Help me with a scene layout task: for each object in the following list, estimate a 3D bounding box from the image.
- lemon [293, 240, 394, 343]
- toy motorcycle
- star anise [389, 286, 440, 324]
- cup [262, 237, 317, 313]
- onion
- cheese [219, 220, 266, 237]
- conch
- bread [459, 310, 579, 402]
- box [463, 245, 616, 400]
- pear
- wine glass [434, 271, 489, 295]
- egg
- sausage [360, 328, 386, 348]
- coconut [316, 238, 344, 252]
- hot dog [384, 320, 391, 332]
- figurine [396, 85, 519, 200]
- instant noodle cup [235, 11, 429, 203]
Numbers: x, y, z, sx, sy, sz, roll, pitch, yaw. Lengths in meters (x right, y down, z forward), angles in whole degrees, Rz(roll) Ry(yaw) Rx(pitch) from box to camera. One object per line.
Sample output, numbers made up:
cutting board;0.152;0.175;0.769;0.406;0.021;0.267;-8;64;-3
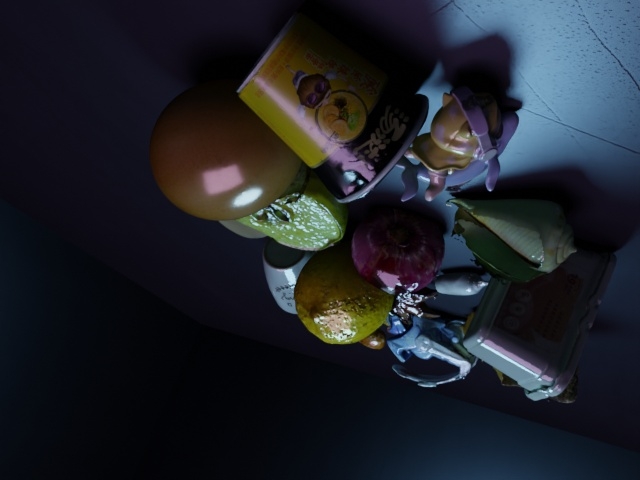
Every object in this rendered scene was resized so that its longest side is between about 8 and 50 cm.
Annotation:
lemon;0.066;0.128;1.442;0.258;0.310;0.258;8;113;19
toy motorcycle;0.348;0.353;1.830;0.319;0.241;0.182;12;165;28
star anise;0.216;0.163;1.571;0.272;0.102;0.272;15;134;15
cup;-0.042;0.081;1.663;0.258;0.186;0.234;-11;145;5
onion;0.172;0.032;1.278;0.207;0.201;0.200;33;158;-13
cheese;-0.213;-0.081;1.496;0.175;0.091;0.202;-1;150;43
conch;0.348;-0.003;1.039;0.250;0.137;0.143;-1;120;38
bread;0.532;0.329;1.553;0.248;0.279;0.315;16;148;-4
box;0.423;0.133;1.106;0.182;0.312;0.175;27;160;7
pear;-0.024;-0.088;1.203;0.238;0.164;0.255;-15;146;43
wine glass;0.391;0.107;1.404;0.074;0.074;0.262;32;159;-26
egg;-0.166;-0.163;1.007;0.322;0.250;0.250;-7;146;43
sausage;0.124;0.301;1.993;0.103;0.076;0.302;3;-164;-27
coconut;-0.001;-0.003;1.516;0.133;0.055;0.158;-15;158;20
hot dog;0.342;0.340;2.002;0.261;0.093;0.123;9;156;31
figurine;0.200;-0.141;0.841;0.208;0.128;0.184;-25;149;4
instant noodle cup;0.011;-0.205;0.832;0.236;0.215;0.215;38;156;-17
